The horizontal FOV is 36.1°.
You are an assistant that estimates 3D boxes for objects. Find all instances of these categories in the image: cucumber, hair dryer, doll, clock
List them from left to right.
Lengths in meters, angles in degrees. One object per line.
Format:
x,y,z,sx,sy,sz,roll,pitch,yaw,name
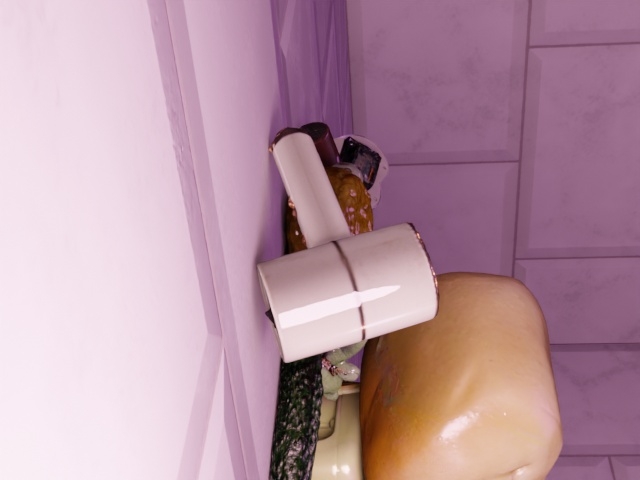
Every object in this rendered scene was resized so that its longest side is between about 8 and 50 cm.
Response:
-0.033,0.266,1.328,0.293,0.068,0.067,-85,172,-48,cucumber
-0.002,-0.025,1.265,0.128,0.203,0.362,82,-11,-52,hair dryer
0.000,0.000,1.781,0.312,0.123,0.340,67,31,-49,hair dryer
0.014,0.180,1.555,0.078,0.115,0.150,-6,135,-55,doll
0.025,0.388,1.679,0.348,0.117,0.286,-83,170,-66,clock
0.077,-0.166,2.195,0.064,0.172,0.198,-35,-151,45,clock

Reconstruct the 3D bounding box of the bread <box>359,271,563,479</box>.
0.198,0.240,1.518,0.348,0.253,0.376,-41,-149,36,bread

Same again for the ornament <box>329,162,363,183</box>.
0.048,-0.060,1.718,0.075,0.081,0.156,-30,121,-51,ornament

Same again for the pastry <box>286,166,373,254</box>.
0.021,-0.001,1.577,0.235,0.132,0.240,67,17,-73,pastry
